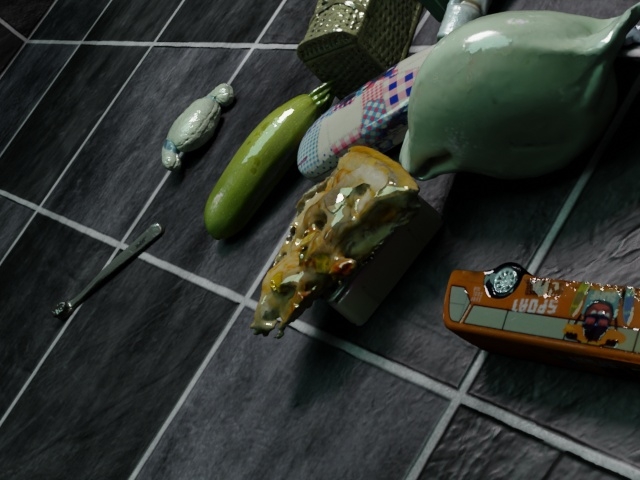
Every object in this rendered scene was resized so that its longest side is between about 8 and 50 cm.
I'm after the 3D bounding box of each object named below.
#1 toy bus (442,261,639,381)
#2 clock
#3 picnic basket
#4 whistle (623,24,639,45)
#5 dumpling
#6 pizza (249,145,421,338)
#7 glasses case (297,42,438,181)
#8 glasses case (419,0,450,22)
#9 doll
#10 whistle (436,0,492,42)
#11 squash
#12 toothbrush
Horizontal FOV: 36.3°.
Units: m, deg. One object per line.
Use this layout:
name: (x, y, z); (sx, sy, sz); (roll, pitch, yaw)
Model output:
toy bus: (0.294, 0.086, 0.989); (0.408, 0.093, 0.092); (5, 69, 52)
clock: (0.060, 0.005, 1.354); (0.192, 0.071, 0.147); (-51, 35, -1)
picnic basket: (0.062, -0.365, 1.629); (0.134, 0.154, 0.196); (-11, 51, 44)
whistle: (0.380, -0.254, 1.270); (0.083, 0.029, 0.033); (-27, 60, 21)
dumpling: (0.241, -0.176, 1.218); (0.320, 0.270, 0.212); (4, 94, 25)
pizza: (0.000, 0.000, 1.299); (0.297, 0.071, 0.189); (-48, 38, 14)
glasses case: (0.095, -0.195, 1.498); (0.327, 0.076, 0.125); (-30, 36, 28)
glasses case: (0.225, -0.448, 1.586); (0.039, 0.078, 0.184); (9, 65, 53)
doll: (-0.250, -0.228, 1.932); (0.103, 0.071, 0.214); (13, 65, 52)
whistle: (0.266, -0.457, 1.511); (0.133, 0.142, 0.346); (11, 78, 62)
squash: (-0.089, -0.142, 1.627); (0.341, 0.094, 0.094); (-51, 33, 9)
toothbrush: (-0.412, 0.060, 1.887); (0.297, 0.030, 0.030); (-39, 61, 15)
